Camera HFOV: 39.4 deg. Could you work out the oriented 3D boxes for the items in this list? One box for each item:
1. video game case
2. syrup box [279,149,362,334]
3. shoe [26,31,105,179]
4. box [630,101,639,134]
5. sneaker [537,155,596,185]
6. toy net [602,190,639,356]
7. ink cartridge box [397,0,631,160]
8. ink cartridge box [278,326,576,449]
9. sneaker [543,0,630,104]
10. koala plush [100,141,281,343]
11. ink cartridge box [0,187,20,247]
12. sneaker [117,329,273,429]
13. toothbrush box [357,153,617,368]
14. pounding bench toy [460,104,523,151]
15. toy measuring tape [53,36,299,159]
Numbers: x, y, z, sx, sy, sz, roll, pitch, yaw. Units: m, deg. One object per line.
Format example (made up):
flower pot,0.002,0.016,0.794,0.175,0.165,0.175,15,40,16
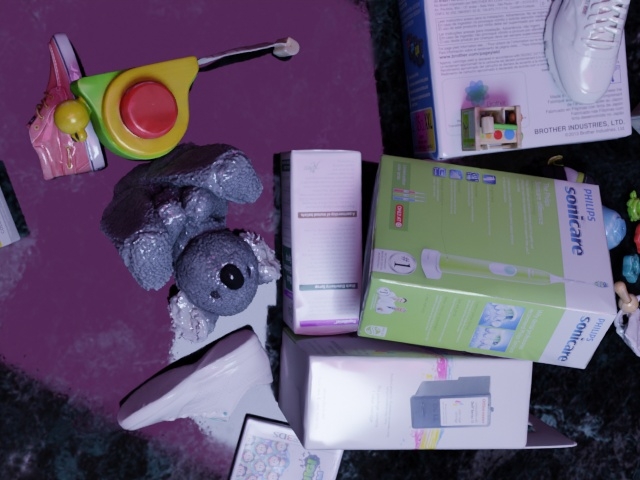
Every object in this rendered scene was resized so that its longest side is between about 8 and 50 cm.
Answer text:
video game case,-0.054,0.335,1.234,0.143,0.019,0.157,15,92,-11
syrup box,0.000,0.000,1.180,0.096,0.093,0.237,-1,95,-11
shoe,-0.333,-0.167,1.121,0.081,0.063,0.178,-16,101,-14
box,0.594,-0.245,1.244,0.121,0.148,0.311,42,88,-11
sneaker,0.298,-0.005,1.253,0.097,0.084,0.235,26,86,8
toy net,0.438,0.052,1.287,0.122,0.045,0.232,-28,110,-45
ink cartridge box,0.243,-0.316,1.170,0.269,0.151,0.396,-7,98,-9
ink cartridge box,0.135,0.187,1.161,0.353,0.207,0.119,3,94,-12
sneaker,0.332,-0.282,1.069,0.090,0.095,0.235,2,96,-12
koala plush,-0.151,0.008,1.132,0.196,0.203,0.221,-45,122,-16
ink cartridge box,-0.473,-0.014,1.051,0.209,0.062,0.109,-27,102,-47
sneaker,-0.160,0.209,1.181,0.212,0.080,0.094,-28,110,-8
toothbrush box,0.197,0.023,1.096,0.283,0.122,0.206,7,49,0
pounding bench toy,0.212,-0.134,1.064,0.065,0.083,0.052,-4,95,-9
toy measuring tape,-0.168,-0.172,1.120,0.330,0.121,0.121,-18,98,-27
